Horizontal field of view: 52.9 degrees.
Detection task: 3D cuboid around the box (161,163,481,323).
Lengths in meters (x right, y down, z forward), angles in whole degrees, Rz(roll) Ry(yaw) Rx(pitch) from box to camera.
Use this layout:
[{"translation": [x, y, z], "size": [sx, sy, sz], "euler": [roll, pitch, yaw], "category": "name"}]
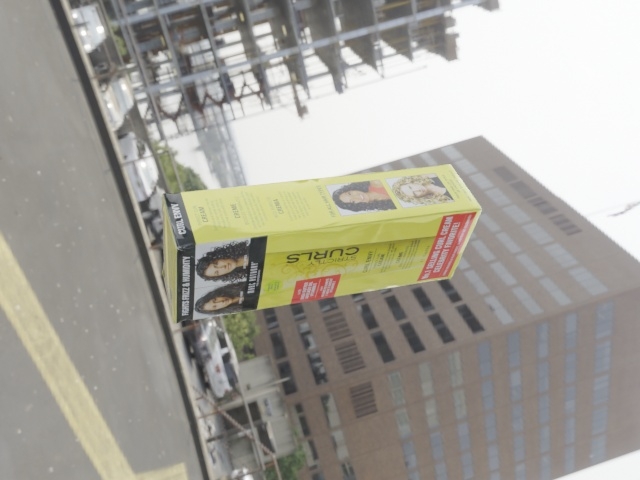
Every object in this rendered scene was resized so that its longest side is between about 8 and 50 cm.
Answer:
[{"translation": [0.000, 0.000, 0.489], "size": [0.087, 0.232, 0.058], "euler": [104, -30, -43], "category": "box"}]
